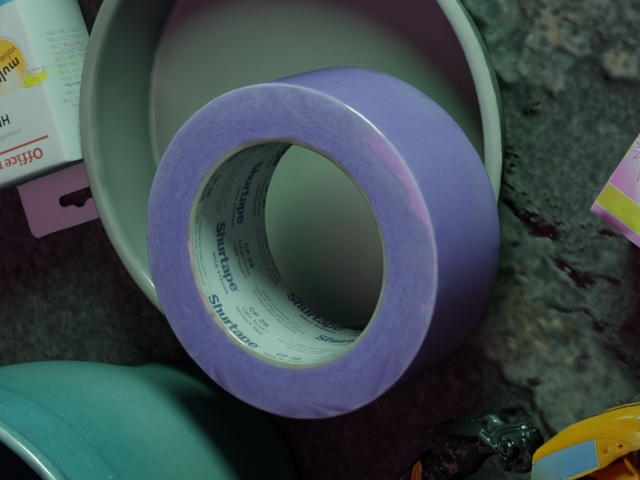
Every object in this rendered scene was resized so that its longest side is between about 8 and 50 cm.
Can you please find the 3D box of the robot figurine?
[{"bbox_3d":[0.162,0.179,1.018,0.291,0.085,0.211,-26,98,37],"label":"robot figurine"}]

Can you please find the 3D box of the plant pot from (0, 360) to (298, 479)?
[{"bbox_3d":[-0.148,0.192,1.123,0.272,0.255,0.271,8,105,30],"label":"plant pot"}]

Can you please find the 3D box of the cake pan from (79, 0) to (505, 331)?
[{"bbox_3d":[-0.014,-0.064,1.102,0.293,0.054,0.293,7,105,30],"label":"cake pan"}]

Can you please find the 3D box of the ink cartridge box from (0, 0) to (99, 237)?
[{"bbox_3d":[-0.199,-0.093,1.202,0.104,0.061,0.181,-17,92,34],"label":"ink cartridge box"}]

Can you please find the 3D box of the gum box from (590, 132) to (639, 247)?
[{"bbox_3d":[0.251,-0.007,0.949,0.188,0.062,0.107,39,118,17],"label":"gum box"}]

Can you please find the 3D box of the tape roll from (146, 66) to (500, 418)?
[{"bbox_3d":[0.000,0.000,1.029,0.189,0.080,0.189,7,104,30],"label":"tape roll"}]
